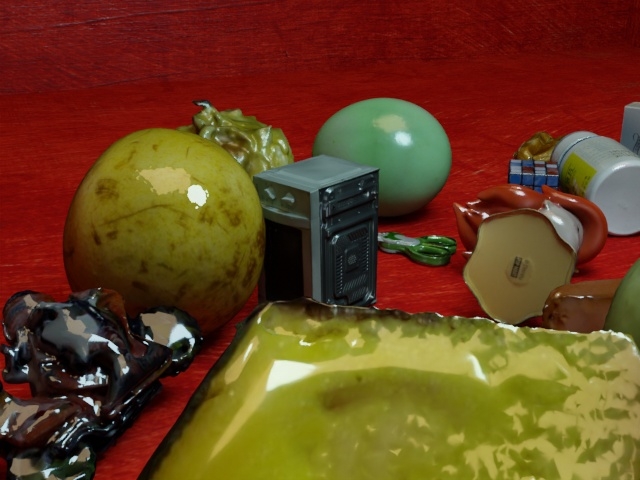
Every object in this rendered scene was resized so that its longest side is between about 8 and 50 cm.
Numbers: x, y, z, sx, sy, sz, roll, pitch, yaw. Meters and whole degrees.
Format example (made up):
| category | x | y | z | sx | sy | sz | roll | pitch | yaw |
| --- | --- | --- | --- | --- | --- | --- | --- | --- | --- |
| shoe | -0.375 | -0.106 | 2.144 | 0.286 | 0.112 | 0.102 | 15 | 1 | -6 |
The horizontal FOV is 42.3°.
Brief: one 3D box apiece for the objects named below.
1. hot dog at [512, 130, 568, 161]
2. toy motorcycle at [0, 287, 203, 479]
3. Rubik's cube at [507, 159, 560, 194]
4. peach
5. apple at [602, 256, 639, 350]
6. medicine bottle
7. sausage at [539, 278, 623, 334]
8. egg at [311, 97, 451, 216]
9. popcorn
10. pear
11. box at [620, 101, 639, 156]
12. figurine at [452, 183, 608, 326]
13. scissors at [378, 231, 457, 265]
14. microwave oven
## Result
| category | x | y | z | sx | sy | sz | roll | pitch | yaw |
| --- | --- | --- | --- | --- | --- | --- | --- | --- | --- |
| hot dog | 0.491 | -0.189 | 1.824 | 0.109 | 0.072 | 0.269 | 9 | 22 | 28 |
| toy motorcycle | -0.293 | 0.165 | 0.832 | 0.207 | 0.134 | 0.401 | 32 | 43 | 5 |
| Rubik's cube | 0.398 | -0.095 | 1.556 | 0.092 | 0.092 | 0.092 | 4 | 22 | 12 |
| peach | 0.037 | 0.204 | 0.604 | 0.381 | 0.242 | 0.306 | 2 | 59 | 3 |
| apple | 0.418 | 0.123 | 0.681 | 0.357 | 0.357 | 0.357 | 0 | 22 | 0 |
| medicine bottle | 0.525 | -0.116 | 1.539 | 0.144 | 0.143 | 0.258 | -1 | 22 | -1 |
| sausage | 0.446 | 0.096 | 1.071 | 0.349 | 0.097 | 0.094 | -3 | 12 | -5 |
| egg | 0.110 | -0.154 | 1.535 | 0.270 | 0.220 | 0.220 | 12 | 25 | 29 |
| popcorn | -0.169 | -0.142 | 1.512 | 0.249 | 0.225 | 0.249 | 2 | 12 | 0 |
| pear | -0.199 | -0.006 | 1.077 | 0.281 | 0.280 | 0.280 | 0 | 22 | 0 |
| box | 0.756 | -0.198 | 1.730 | 0.243 | 0.155 | 0.067 | 14 | 24 | 35 |
| figurine | 0.304 | -0.001 | 1.224 | 0.208 | 0.180 | 0.257 | -23 | 3 | 27 |
| scissors | 0.125 | 0.004 | 1.398 | 0.205 | 0.027 | 0.101 | 10 | 21 | 19 |
| microwave oven | 0.000 | 0.000 | 1.164 | 0.122 | 0.208 | 0.162 | 19 | 29 | 41 |
